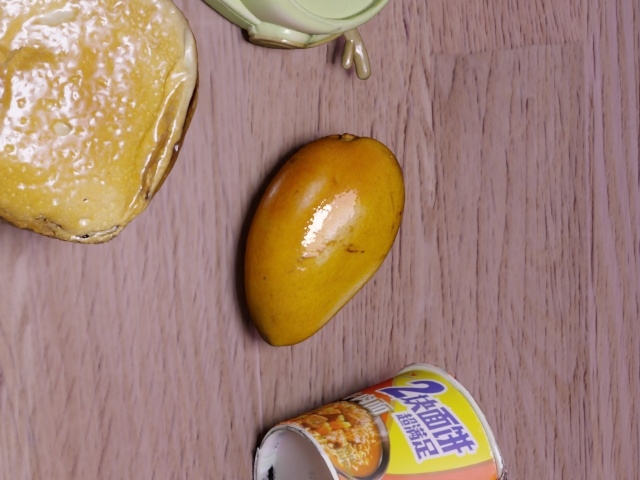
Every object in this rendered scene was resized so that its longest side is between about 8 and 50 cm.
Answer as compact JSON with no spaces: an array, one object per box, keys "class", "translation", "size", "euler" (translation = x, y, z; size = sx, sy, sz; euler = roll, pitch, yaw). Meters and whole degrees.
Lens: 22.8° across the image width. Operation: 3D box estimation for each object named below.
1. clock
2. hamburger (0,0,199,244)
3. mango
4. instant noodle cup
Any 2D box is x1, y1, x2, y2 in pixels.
[{"class":"clock","translation":[-0.009,-0.290,1.464],"size":[0.308,0.096,0.235],"euler":[44,66,-38]},{"class":"hamburger","translation":[-0.215,-0.114,1.262],"size":[0.244,0.163,0.244],"euler":[-7,103,-33]},{"class":"mango","translation":[0.000,0.000,1.497],"size":[0.145,0.112,0.219],"euler":[40,72,-43]},{"class":"instant noodle cup","translation":[0.048,0.236,1.520],"size":[0.174,0.213,0.213],"euler":[-11,103,-33]}]
